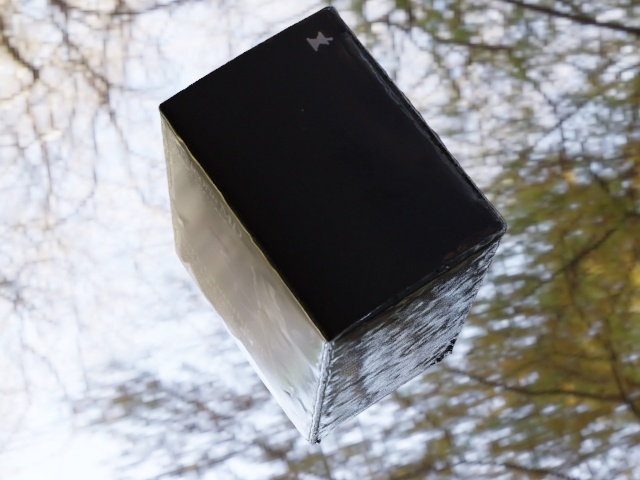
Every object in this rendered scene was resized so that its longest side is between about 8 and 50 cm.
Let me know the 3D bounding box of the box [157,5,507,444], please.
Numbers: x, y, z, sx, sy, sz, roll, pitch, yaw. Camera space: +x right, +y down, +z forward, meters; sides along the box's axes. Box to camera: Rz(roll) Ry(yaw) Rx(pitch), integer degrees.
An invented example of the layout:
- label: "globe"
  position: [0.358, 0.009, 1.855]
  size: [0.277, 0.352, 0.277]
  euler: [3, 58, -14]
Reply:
- label: "box"
  position: [0.000, 0.000, 0.772]
  size: [0.153, 0.108, 0.207]
  euler: [53, -15, 18]
